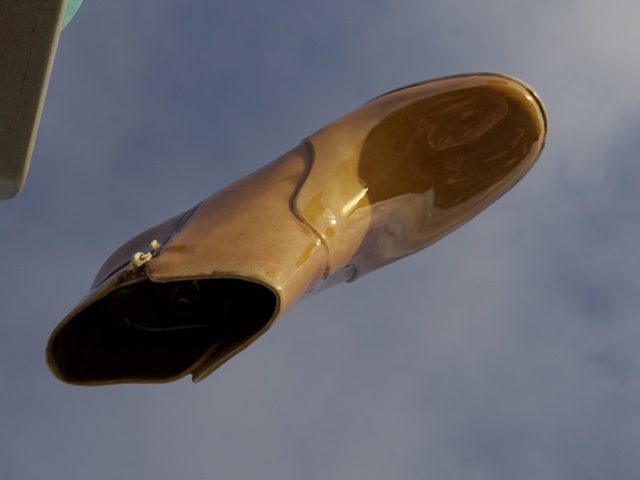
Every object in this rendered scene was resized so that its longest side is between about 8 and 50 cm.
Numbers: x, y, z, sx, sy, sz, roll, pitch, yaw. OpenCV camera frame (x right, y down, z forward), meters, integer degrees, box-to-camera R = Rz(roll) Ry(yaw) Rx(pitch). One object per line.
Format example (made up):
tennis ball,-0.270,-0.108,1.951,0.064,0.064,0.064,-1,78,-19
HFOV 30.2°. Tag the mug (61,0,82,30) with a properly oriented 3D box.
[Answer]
mug,-0.231,-0.184,0.752,0.129,0.158,0.097,-38,-44,-4

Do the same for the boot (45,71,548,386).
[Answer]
boot,-0.001,-0.001,0.681,0.295,0.211,0.104,-23,-79,11

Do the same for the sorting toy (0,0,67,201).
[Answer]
sorting toy,-0.234,-0.130,0.392,0.307,0.041,0.229,12,-59,-17
